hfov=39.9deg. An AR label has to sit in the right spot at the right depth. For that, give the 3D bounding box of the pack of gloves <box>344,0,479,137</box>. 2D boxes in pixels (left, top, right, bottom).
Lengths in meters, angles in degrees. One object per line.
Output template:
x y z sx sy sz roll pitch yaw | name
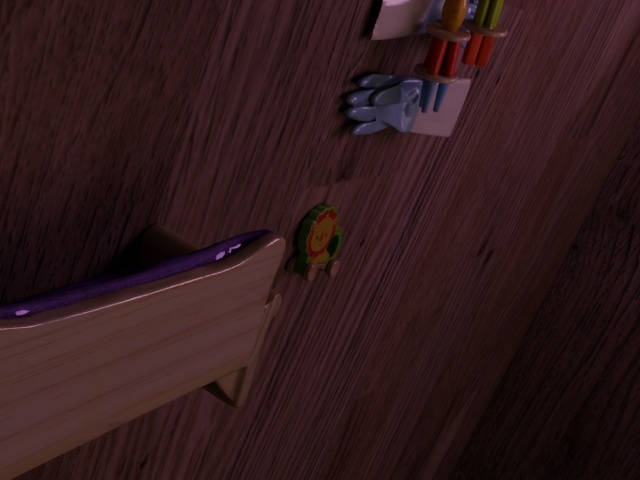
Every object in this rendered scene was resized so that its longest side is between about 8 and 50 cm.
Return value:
0.109 -0.219 1.043 0.232 0.046 0.195 -8 126 -48 | pack of gloves

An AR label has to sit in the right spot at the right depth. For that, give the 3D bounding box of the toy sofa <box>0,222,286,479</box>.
-0.191 0.070 0.648 0.363 0.150 0.177 -19 131 -56 | toy sofa

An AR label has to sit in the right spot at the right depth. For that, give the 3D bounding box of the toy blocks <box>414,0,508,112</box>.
0.163 -0.223 1.016 0.123 0.054 0.148 -18 132 -42 | toy blocks

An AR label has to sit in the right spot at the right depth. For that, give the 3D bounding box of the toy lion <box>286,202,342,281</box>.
0.000 0.000 1.095 0.100 0.034 0.096 -5 116 -62 | toy lion
